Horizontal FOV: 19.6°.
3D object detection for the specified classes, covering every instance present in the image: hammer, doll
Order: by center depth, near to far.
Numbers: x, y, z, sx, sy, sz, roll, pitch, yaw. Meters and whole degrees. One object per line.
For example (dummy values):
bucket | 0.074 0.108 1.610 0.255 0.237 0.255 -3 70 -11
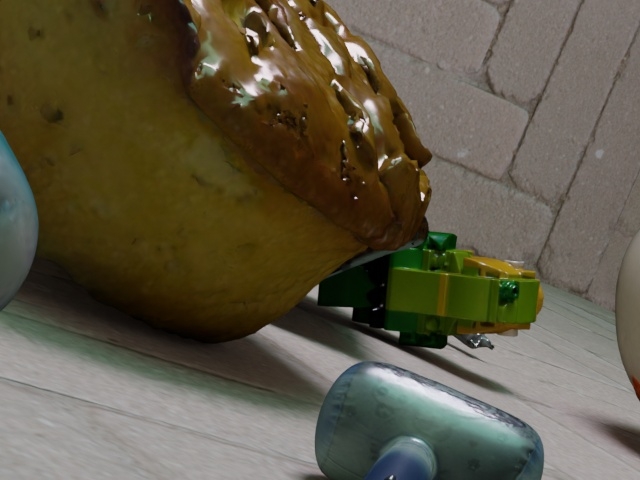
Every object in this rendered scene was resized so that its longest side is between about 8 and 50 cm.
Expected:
hammer | 0.040 0.115 0.873 0.116 0.069 0.194 24 12 9
doll | 0.106 0.046 1.680 0.186 0.106 0.134 6 1 17

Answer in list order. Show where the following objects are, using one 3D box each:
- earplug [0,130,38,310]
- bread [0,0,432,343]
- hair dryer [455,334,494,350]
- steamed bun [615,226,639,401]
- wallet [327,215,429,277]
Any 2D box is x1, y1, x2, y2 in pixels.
earplug | -0.259 -0.058 0.829 0.324 0.185 0.185 32 8 27
bread | -0.107 -0.111 1.233 0.398 0.215 0.398 42 15 -14
hair dryer | 0.072 0.037 1.971 0.173 0.107 0.357 18 15 -45
steamed bun | 0.432 0.115 1.679 0.374 0.241 0.374 27 5 -3
wallet | 0.000 -0.001 1.615 0.169 0.044 0.317 -18 6 -1
